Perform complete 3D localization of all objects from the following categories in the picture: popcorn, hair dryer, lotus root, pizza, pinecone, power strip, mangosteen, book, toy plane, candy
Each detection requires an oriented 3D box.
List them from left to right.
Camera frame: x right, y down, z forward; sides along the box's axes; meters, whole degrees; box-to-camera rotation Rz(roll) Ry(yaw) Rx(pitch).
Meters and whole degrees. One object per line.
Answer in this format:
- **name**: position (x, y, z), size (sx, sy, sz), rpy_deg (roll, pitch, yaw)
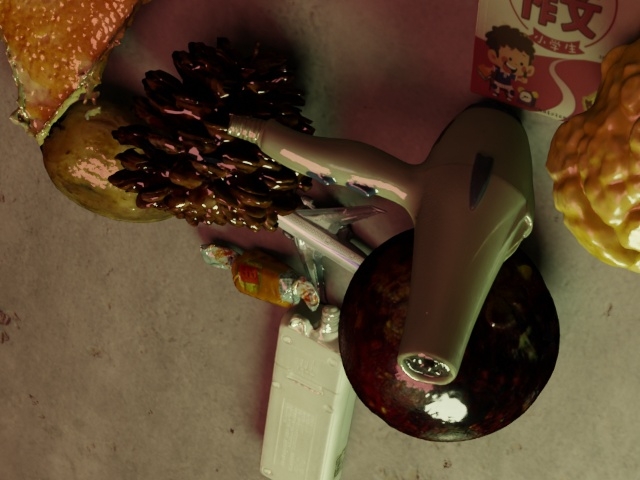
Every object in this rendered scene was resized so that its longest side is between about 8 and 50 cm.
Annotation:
- **pizza**: position (-0.288, -0.244, 1.858), size (0.280, 0.075, 0.288), rpy_deg (28, 117, 20)
- **lotus root**: position (-0.218, -0.084, 1.941), size (0.214, 0.138, 0.138), rpy_deg (21, 134, 4)
- **pinecone**: position (-0.103, -0.111, 1.783), size (0.221, 0.221, 0.221), rpy_deg (18, 132, 22)
- **candy**: position (-0.064, 0.040, 1.973), size (0.182, 0.046, 0.053), rpy_deg (21, 125, 37)
- **power strip**: position (-0.010, 0.189, 2.049), size (0.098, 0.058, 0.338), rpy_deg (26, 136, 17)
- **toy plane**: position (0.003, -0.001, 1.895), size (0.226, 0.058, 0.226), rpy_deg (41, 148, 6)
- **hair dryer**: position (0.067, 0.000, 1.624), size (0.298, 0.296, 0.119), rpy_deg (-1, 147, -7)
- **mangosteen**: position (0.124, 0.113, 1.793), size (0.231, 0.231, 0.289), rpy_deg (34, 151, 8)
- **book**: position (0.224, -0.213, 1.603), size (0.162, 0.022, 0.232), rpy_deg (20, 133, 20)
- **popcorn**: position (0.321, -0.079, 1.529), size (0.203, 0.226, 0.200), rpy_deg (21, 161, -28)
